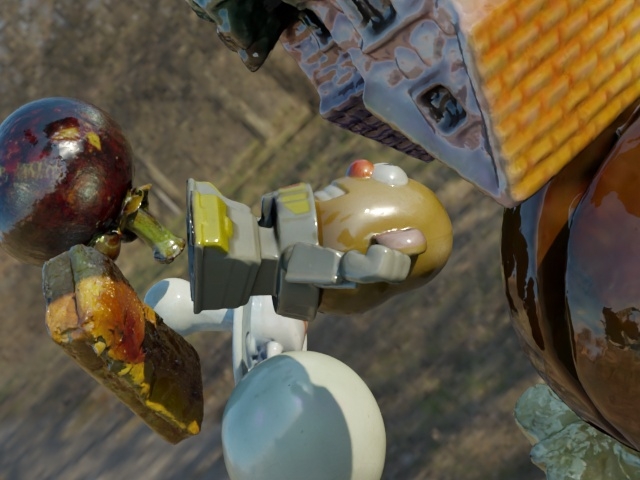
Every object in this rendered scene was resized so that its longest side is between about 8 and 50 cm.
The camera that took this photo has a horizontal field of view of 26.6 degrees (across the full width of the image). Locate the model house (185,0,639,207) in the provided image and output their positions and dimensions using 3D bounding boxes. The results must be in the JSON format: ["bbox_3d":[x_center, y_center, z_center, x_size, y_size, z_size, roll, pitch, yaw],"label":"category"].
[{"bbox_3d":[0.068,-0.136,0.860,0.202,0.237,0.237,-42,7,-38],"label":"model house"}]

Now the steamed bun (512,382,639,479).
[{"bbox_3d":[0.338,0.265,1.536,0.137,0.295,0.292,-36,39,7],"label":"steamed bun"}]

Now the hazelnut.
[{"bbox_3d":[0.358,-0.009,1.164,0.429,0.402,0.402,-20,7,-9],"label":"hazelnut"}]

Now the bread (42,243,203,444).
[{"bbox_3d":[-0.205,0.119,1.471,0.077,0.271,0.139,-22,49,10],"label":"bread"}]

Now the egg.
[{"bbox_3d":[-0.017,0.179,1.229,0.151,0.151,0.209,-48,-28,-19],"label":"egg"}]

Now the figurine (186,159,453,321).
[{"bbox_3d":[0.000,0.001,1.448,0.342,0.284,0.167,-101,12,-60],"label":"figurine"}]

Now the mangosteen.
[{"bbox_3d":[-0.311,-0.060,1.802,0.231,0.289,0.231,-56,19,30],"label":"mangosteen"}]

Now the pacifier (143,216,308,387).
[{"bbox_3d":[-0.131,0.108,1.878,0.299,0.233,0.244,-75,-11,-55],"label":"pacifier"}]
